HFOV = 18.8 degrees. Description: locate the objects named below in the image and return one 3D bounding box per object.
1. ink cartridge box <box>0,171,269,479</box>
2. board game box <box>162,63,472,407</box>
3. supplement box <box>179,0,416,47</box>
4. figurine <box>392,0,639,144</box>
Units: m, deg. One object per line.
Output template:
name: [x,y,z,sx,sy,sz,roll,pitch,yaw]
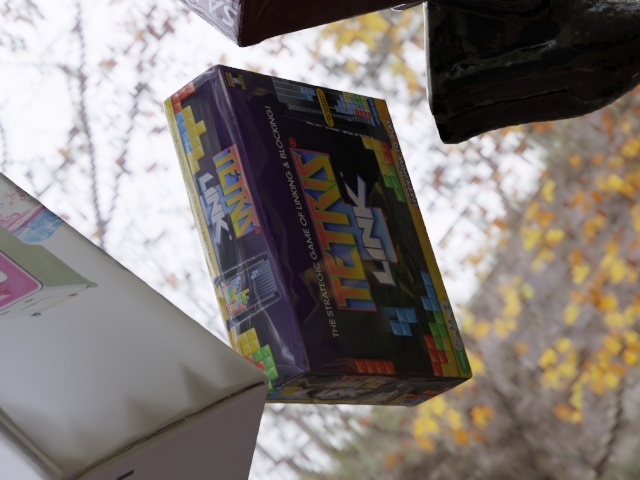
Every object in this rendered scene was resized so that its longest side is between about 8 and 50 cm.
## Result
ink cartridge box: [-0.074,0.037,0.377,0.052,0.122,0.088,-23,-43,-41]
board game box: [0.000,0.000,1.011,0.048,0.170,0.141,-29,-21,33]
supplement box: [0.012,-0.206,0.756,0.130,0.073,0.239,-17,-49,-34]
figurine: [0.144,-0.140,0.959,0.209,0.092,0.215,-6,-28,13]
